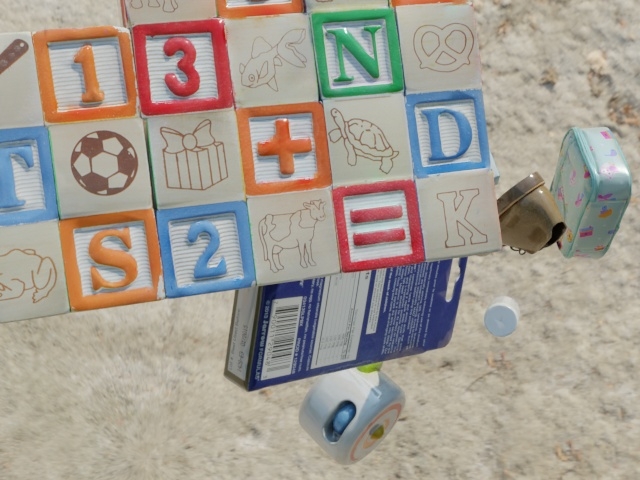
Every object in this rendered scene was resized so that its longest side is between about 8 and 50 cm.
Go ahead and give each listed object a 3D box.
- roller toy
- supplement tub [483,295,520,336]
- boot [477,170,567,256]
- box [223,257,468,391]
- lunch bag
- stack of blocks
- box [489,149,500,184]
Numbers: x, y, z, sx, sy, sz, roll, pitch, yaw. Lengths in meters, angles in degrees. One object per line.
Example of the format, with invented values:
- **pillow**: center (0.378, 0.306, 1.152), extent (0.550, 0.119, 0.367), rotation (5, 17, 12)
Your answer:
- **roller toy**: center (0.067, 0.335, 1.581), extent (0.191, 0.209, 0.146), rotation (-36, 60, -27)
- **supplement tub**: center (0.379, 0.157, 1.691), extent (0.071, 0.107, 0.071), rotation (2, 96, 17)
- **boot**: center (0.346, -0.010, 1.471), extent (0.112, 0.305, 0.115), rotation (-33, 80, -16)
- **box**: center (0.032, 0.028, 0.613), extent (0.225, 0.036, 0.137), rotation (-2, 106, -43)
- **lunch bag**: center (0.592, -0.105, 1.825), extent (0.107, 0.279, 0.224), rotation (-2, 48, -4)
- **stack of blocks**: center (-0.071, -0.058, 0.415), extent (0.297, 0.087, 0.171), rotation (-8, 91, -13)
- **box**: center (0.292, -0.221, 1.734), extent (0.100, 0.060, 0.244), rotation (-19, 74, 2)
